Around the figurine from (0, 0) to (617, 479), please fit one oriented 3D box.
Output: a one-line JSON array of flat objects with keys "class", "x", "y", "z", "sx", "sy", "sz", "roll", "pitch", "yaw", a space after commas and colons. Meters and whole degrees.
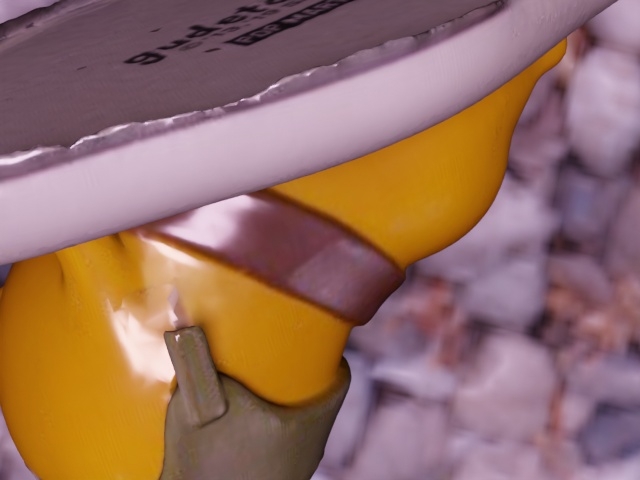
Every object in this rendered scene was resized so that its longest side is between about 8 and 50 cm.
[{"class": "figurine", "x": 0.000, "y": 0.000, "z": 0.490, "sx": 0.250, "sy": 0.166, "sz": 0.141, "roll": -23, "pitch": 110, "yaw": -20}]
